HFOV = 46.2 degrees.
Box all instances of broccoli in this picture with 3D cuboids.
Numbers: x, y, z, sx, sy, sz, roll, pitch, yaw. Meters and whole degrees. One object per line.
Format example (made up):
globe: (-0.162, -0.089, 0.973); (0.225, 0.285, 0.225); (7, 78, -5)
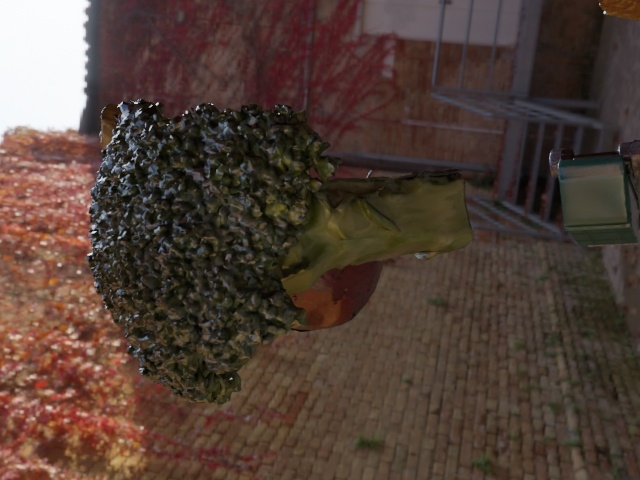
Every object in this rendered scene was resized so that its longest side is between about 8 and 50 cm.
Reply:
broccoli: (-0.027, -0.005, 0.628); (0.361, 0.252, 0.221); (8, -127, -59)

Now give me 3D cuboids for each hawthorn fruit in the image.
hawthorn fruit: (0.000, 0.000, 0.927); (0.181, 0.181, 0.235); (-67, 3, -54)

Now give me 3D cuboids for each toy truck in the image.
toy truck: (0.381, -0.058, 1.011); (0.253, 0.114, 0.124); (26, -115, -60)

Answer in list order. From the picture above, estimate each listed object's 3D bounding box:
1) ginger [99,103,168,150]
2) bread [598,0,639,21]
ginger: (-0.253, -0.132, 1.156); (0.193, 0.123, 0.115); (25, -81, -51)
bread: (0.517, -0.427, 1.155); (0.158, 0.143, 0.149); (18, -87, -56)
